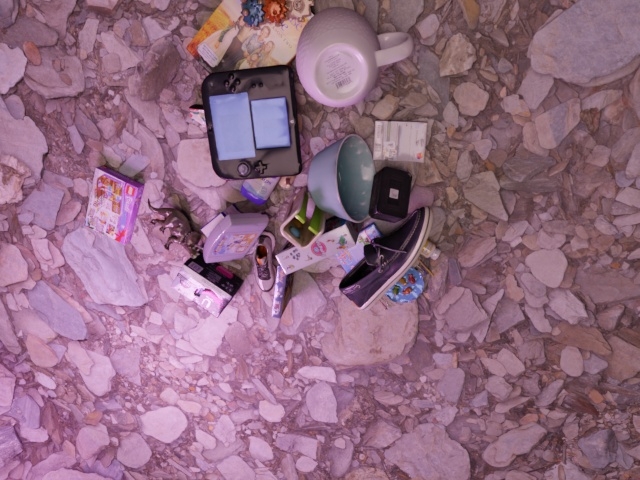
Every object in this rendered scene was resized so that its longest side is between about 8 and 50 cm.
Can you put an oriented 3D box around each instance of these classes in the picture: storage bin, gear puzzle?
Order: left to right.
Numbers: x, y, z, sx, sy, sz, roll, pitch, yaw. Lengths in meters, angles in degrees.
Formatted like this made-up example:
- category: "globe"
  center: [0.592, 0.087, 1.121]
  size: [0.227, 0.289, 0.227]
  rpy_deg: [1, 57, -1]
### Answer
- category: "gear puzzle"
  center: [-0.112, -0.805, 1.459]
  size: [0.338, 0.044, 0.176]
  rpy_deg: [-4, 112, 13]
- category: "storage bin"
  center: [0.255, -0.165, 1.633]
  size: [0.122, 0.084, 0.180]
  rpy_deg: [12, 77, -13]

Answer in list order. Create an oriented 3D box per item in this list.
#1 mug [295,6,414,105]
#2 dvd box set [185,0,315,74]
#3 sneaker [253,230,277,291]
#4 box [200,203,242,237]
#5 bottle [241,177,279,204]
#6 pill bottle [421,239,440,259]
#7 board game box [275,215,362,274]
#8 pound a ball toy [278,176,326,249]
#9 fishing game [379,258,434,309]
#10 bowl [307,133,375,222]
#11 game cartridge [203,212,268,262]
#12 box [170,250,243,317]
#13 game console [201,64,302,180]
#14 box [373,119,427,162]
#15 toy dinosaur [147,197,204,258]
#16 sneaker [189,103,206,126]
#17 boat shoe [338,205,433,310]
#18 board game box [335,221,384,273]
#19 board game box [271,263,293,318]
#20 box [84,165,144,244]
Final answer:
- category: "mug"
  center: [0.104, -0.575, 1.398]
  size: [0.373, 0.328, 0.276]
  rpy_deg: [-12, 122, 8]
- category: "dvd box set"
  center: [-0.235, -0.719, 1.580]
  size: [0.420, 0.062, 0.308]
  rpy_deg: [-39, 101, 23]
- category: "sneaker"
  center: [-0.245, 0.101, 1.892]
  size: [0.100, 0.108, 0.272]
  rpy_deg: [3, 114, 8]
- category: "box"
  center: [-0.402, -0.075, 1.834]
  size: [0.126, 0.137, 0.072]
  rpy_deg: [-35, 101, 22]
- category: "bottle"
  center: [-0.203, -0.277, 1.735]
  size: [0.118, 0.092, 0.283]
  rpy_deg: [33, 114, -6]
- category: "pill bottle"
  center: [0.410, 0.028, 1.749]
  size: [0.116, 0.065, 0.065]
  rpy_deg: [32, 114, -2]
- category: "board game box"
  center: [0.000, 0.000, 1.736]
  size: [0.303, 0.224, 0.098]
  rpy_deg: [-24, 104, 19]
- category: "pound a ball toy"
  center: [-0.096, -0.116, 1.665]
  size: [0.208, 0.319, 0.136]
  rpy_deg: [40, 110, -15]
- category: "fishing game"
  center: [0.333, 0.182, 1.843]
  size: [0.264, 0.041, 0.189]
  rpy_deg: [-37, 98, 22]
- category: "bowl"
  center: [0.066, -0.219, 1.619]
  size: [0.163, 0.311, 0.312]
  rpy_deg: [1, 113, 32]
- category: "game cartridge"
  center: [-0.354, -0.005, 1.794]
  size: [0.297, 0.198, 0.062]
  rpy_deg: [-48, 62, 42]
- category: "box"
  center: [-0.493, 0.191, 1.946]
  size: [0.247, 0.163, 0.142]
  rpy_deg: [34, 113, -3]
- category: "game console"
  center: [-0.249, -0.418, 1.620]
  size: [0.341, 0.060, 0.387]
  rpy_deg: [-2, 105, 13]
- category: "box"
  center: [0.289, -0.363, 1.630]
  size: [0.186, 0.038, 0.145]
  rpy_deg: [5, 113, 11]
- category: "toy dinosaur"
  center: [-0.620, -0.060, 1.916]
  size: [0.160, 0.121, 0.314]
  rpy_deg: [-26, 100, 8]
- category: "sneaker"
  center: [-0.429, -0.475, 1.730]
  size: [0.161, 0.057, 0.075]
  rpy_deg: [13, 130, 5]
- category: "boat shoe"
  center: [0.243, 0.061, 1.695]
  size: [0.156, 0.187, 0.500]
  rpy_deg: [32, 117, -10]
- category: "board game box"
  center: [0.172, 0.045, 1.819]
  size: [0.211, 0.039, 0.160]
  rpy_deg: [-32, 103, 19]
- category: "board game box"
  center: [-0.151, 0.181, 1.872]
  size: [0.042, 0.165, 0.244]
  rpy_deg: [12, 113, 6]
- category: "box"
  center: [-0.903, -0.152, 1.949]
  size: [0.200, 0.057, 0.293]
  rpy_deg: [26, 114, 1]
